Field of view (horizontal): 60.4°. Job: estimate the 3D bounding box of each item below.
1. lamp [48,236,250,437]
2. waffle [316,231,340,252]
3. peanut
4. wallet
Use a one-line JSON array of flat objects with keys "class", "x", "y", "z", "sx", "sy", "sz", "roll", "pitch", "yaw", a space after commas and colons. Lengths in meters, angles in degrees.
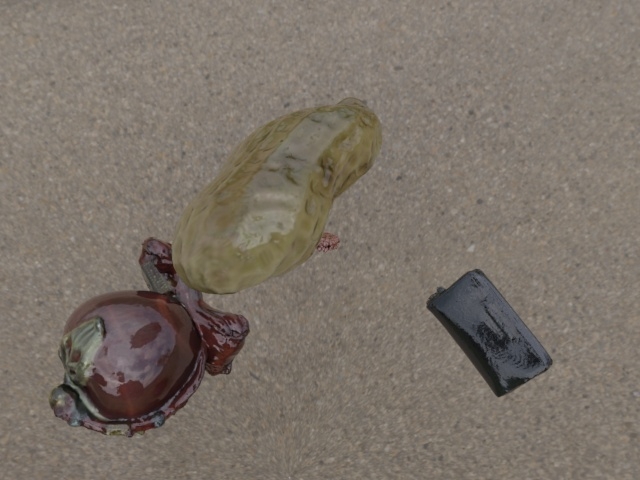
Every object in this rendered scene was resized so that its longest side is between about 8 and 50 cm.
[{"class": "lamp", "x": -0.213, "y": 0.114, "z": 0.647, "sx": 0.223, "sy": 0.151, "sz": 0.215, "roll": -14, "pitch": 64, "yaw": -48}, {"class": "waffle", "x": 0.000, "y": 0.000, "z": 1.146, "sx": 0.075, "sy": 0.029, "sz": 0.083, "roll": 23, "pitch": 24, "yaw": 35}, {"class": "peanut", "x": -0.035, "y": -0.045, "z": 0.497, "sx": 0.110, "sy": 0.197, "sz": 0.233, "roll": 41, "pitch": 63, "yaw": -14}, {"class": "wallet", "x": 0.328, "y": 0.179, "z": 1.092, "sx": 0.044, "sy": 0.149, "sz": 0.250, "roll": -16, "pitch": 66, "yaw": -52}]
